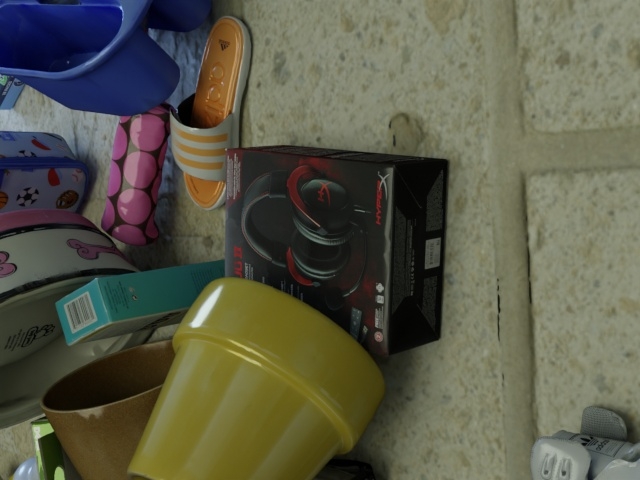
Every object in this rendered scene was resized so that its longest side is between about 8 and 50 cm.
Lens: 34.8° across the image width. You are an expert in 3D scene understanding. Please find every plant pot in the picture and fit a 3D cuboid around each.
[{"bbox_3d":[-0.087,0.210,1.172,0.254,0.239,0.254,25,153,14],"label":"plant pot"},{"bbox_3d":[-0.235,0.298,1.422,0.237,0.237,0.254,-5,105,41],"label":"plant pot"}]

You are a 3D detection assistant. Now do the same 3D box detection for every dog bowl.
[{"bbox_3d":[-0.437,0.113,1.434,0.408,0.408,0.150,-49,63,34],"label":"dog bowl"}]

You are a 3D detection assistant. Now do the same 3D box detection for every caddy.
[{"bbox_3d":[-0.316,-0.308,1.371,0.341,0.179,0.241,11,76,39],"label":"caddy"}]

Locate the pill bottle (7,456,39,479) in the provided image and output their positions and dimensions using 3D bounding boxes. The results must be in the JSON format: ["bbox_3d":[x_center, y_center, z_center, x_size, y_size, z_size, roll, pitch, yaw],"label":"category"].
[{"bbox_3d":[-0.479,0.426,1.711,0.184,0.103,0.103,-47,66,34],"label":"pill bottle"}]

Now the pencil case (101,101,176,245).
[{"bbox_3d":[-0.253,-0.102,1.452,0.095,0.098,0.209,25,110,31],"label":"pencil case"}]

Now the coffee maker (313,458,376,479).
[{"bbox_3d":[-0.017,0.351,1.289,0.178,0.120,0.171,9,103,41],"label":"coffee maker"}]

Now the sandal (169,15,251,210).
[{"bbox_3d":[-0.162,-0.171,1.375,0.102,0.076,0.265,22,110,37],"label":"sandal"}]

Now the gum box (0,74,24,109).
[{"bbox_3d":[-0.542,-0.339,1.707,0.157,0.041,0.184,-49,64,34],"label":"gum box"}]

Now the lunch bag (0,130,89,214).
[{"bbox_3d":[-0.511,-0.029,1.587,0.115,0.243,0.303,46,122,27],"label":"lunch bag"}]

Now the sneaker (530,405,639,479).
[{"bbox_3d":[0.327,0.204,0.957,0.210,0.137,0.366,37,122,29],"label":"sneaker"}]

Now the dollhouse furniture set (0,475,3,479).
[{"bbox_3d":[-0.656,0.532,1.922,0.303,0.174,0.355,60,159,-1],"label":"dollhouse furniture set"}]

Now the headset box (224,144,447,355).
[{"bbox_3d":[0.000,0.000,1.234,0.293,0.110,0.218,10,103,40],"label":"headset box"}]

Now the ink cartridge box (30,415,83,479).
[{"bbox_3d":[-0.374,0.352,1.502,0.097,0.255,0.188,-8,90,15],"label":"ink cartridge box"}]

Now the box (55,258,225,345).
[{"bbox_3d":[-0.213,0.077,1.340,0.100,0.244,0.060,-27,78,39],"label":"box"}]
